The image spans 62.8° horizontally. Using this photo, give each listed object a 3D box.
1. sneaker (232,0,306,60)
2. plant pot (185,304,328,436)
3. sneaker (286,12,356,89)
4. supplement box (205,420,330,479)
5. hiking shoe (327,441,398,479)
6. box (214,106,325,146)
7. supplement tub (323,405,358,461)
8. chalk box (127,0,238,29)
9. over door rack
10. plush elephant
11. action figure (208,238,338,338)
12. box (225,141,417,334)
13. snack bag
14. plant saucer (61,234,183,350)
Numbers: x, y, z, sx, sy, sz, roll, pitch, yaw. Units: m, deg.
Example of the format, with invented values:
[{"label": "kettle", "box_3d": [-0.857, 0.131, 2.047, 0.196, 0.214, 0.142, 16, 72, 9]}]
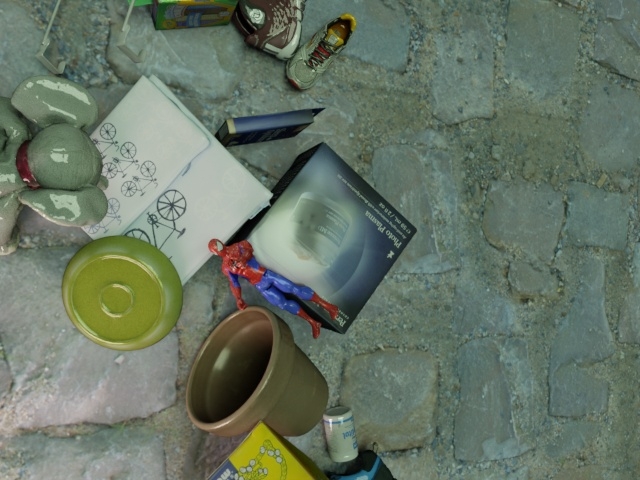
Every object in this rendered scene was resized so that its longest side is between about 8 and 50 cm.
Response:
[{"label": "sneaker", "box_3d": [-0.115, -0.559, 1.167, 0.163, 0.106, 0.281, 8, 86, -25]}, {"label": "plant pot", "box_3d": [-0.107, 0.297, 1.093, 0.229, 0.263, 0.263, 38, 75, -34]}, {"label": "sneaker", "box_3d": [0.001, -0.448, 1.221, 0.088, 0.093, 0.225, 39, 76, -16]}, {"label": "supplement box", "box_3d": [-0.066, 0.526, 1.007, 0.194, 0.195, 0.356, -45, 147, -14]}, {"label": "hiking shoe", "box_3d": [0.034, 0.607, 1.210, 0.304, 0.113, 0.132, -29, 68, -13]}, {"label": "box", "box_3d": [-0.107, -0.247, 1.148, 0.225, 0.136, 0.036, -14, 92, -21]}, {"label": "supplement tub", "box_3d": [0.047, 0.449, 1.221, 0.071, 0.071, 0.107, -10, 92, -21]}, {"label": "chalk box", "box_3d": [-0.295, -0.529, 1.088, 0.213, 0.132, 0.132, -14, 93, -21]}, {"label": "over door rack", "box_3d": [-0.428, -0.493, 0.980, 0.108, 0.240, 0.324, 16, 79, -64]}, {"label": "plush elephant", "box_3d": [-0.481, -0.125, 0.893, 0.255, 0.330, 0.271, 2, 80, -11]}, {"label": "action figure", "box_3d": [-0.098, 0.095, 0.975, 0.280, 0.139, 0.091, 37, 108, -11]}, {"label": "box", "box_3d": [0.000, 0.000, 1.160, 0.296, 0.183, 0.294, 40, 76, -15]}, {"label": "snack bag", "box_3d": [-0.318, -0.091, 1.027, 0.323, 0.037, 0.342, -44, 94, 7]}, {"label": "plant saucer", "box_3d": [-0.394, 0.111, 1.029, 0.241, 0.037, 0.241, 0, 102, -1]}]
